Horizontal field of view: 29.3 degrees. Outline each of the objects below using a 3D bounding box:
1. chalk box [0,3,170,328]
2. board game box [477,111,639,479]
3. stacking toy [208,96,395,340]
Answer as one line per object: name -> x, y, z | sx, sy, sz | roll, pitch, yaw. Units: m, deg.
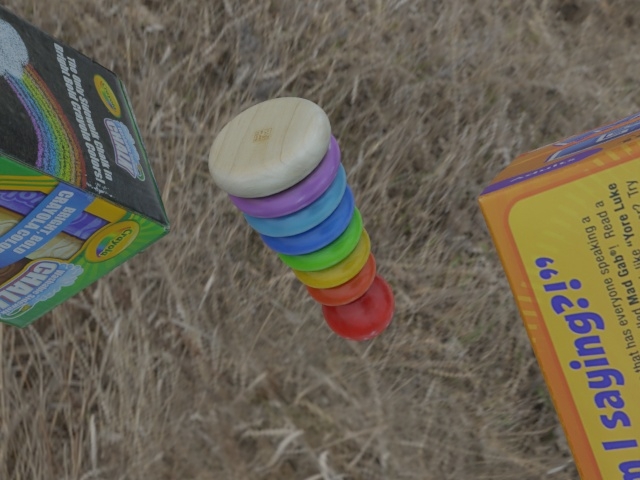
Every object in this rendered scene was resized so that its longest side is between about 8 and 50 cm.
chalk box -> -0.258, -0.055, 1.017 | 0.179, 0.289, 0.180 | -32, 59, 18
board game box -> 0.354, 0.055, 0.875 | 0.356, 0.356, 0.357 | -20, 93, 15
stacking toy -> 0.000, 0.000, 1.402 | 0.141, 0.330, 0.141 | -17, 40, 15
